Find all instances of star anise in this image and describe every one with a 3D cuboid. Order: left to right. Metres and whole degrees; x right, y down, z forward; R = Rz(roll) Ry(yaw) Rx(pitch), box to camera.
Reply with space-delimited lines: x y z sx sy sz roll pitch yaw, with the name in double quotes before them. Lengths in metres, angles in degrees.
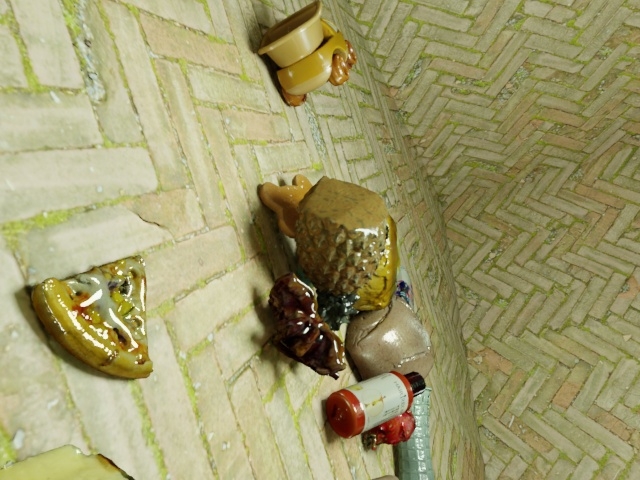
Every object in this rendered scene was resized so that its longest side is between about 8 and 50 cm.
"star anise" -0.038 0.177 0.880 0.220 0.126 0.190 59 -13 24

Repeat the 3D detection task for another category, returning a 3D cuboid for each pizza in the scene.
"pizza" -0.257 0.087 0.572 0.184 0.036 0.176 63 26 -25

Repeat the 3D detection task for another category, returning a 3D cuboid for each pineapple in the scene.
"pineapple" 0.031 0.057 0.975 0.202 0.202 0.361 -69 170 -54

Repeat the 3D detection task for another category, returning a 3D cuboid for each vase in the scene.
"vase" 0.278 0.597 1.316 0.143 0.143 0.298 40 43 -53

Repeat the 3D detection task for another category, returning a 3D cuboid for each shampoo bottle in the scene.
"shampoo bottle" 0.149 0.380 1.067 0.278 0.104 0.104 -5 79 -40

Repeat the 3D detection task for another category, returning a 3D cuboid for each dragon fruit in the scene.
"dragon fruit" 0.166 0.489 1.149 0.111 0.153 0.153 -47 120 -43

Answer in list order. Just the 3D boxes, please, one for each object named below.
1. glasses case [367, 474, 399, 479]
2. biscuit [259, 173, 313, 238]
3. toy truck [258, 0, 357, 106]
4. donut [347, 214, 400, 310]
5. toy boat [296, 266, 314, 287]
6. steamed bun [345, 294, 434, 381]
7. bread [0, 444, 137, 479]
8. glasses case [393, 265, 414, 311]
"glasses case" 0.164 0.651 1.103 0.193 0.070 0.102 37 45 -54
"biscuit" -0.032 -0.085 1.074 0.250 0.036 0.165 -22 78 -49
"toy truck" -0.034 -0.518 1.236 0.211 0.205 0.287 56 31 -31
"donut" 0.137 0.047 1.214 0.330 0.160 0.329 7 90 -87
"toy boat" 0.005 -0.001 1.148 0.111 0.084 0.276 60 26 -34
"steamed bun" 0.218 0.296 1.284 0.251 0.199 0.301 68 25 -13
"bread" -0.207 0.266 0.318 0.263 0.236 0.198 4 72 -65
"glasses case" 0.311 0.236 1.680 0.125 0.076 0.327 55 30 -35
